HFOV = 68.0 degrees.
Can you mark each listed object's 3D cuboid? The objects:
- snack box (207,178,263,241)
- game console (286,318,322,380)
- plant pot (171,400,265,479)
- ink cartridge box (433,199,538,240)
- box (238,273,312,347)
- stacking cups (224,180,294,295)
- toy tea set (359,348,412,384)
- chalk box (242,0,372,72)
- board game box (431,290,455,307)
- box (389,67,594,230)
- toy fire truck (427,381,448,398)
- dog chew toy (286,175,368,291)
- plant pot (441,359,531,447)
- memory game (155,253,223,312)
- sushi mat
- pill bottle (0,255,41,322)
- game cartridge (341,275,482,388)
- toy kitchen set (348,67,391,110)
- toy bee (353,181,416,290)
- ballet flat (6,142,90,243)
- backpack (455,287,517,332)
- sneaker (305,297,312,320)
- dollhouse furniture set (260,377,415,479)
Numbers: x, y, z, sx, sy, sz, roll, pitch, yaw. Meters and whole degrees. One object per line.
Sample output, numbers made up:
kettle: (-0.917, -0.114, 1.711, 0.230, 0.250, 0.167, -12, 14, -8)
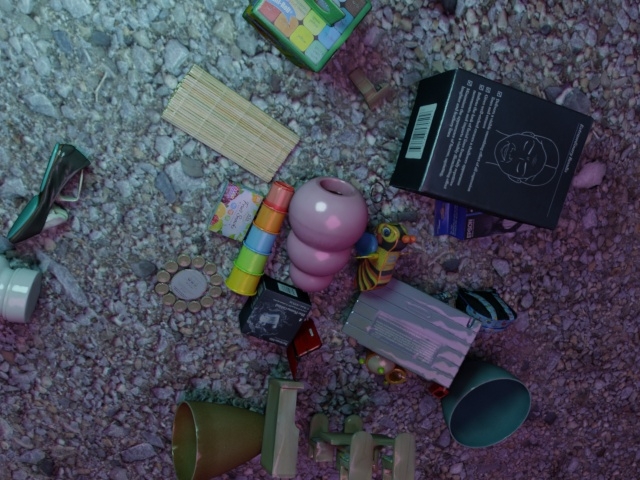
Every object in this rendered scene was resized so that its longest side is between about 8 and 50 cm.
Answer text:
snack box: (-0.226, -0.078, 1.259, 0.100, 0.037, 0.141, 21, 107, -23)
game console: (-0.052, 0.324, 1.419, 0.124, 0.144, 0.085, -26, 117, -2)
plant pot: (-0.298, 0.607, 1.458, 0.254, 0.237, 0.237, 8, 112, -33)
ink cartridge box: (0.505, -0.096, 1.418, 0.333, 0.065, 0.165, -9, 116, -9)
box: (-0.132, 0.205, 1.377, 0.156, 0.093, 0.158, 24, 107, -22)
stacking cups: (-0.162, -0.007, 1.275, 0.096, 0.096, 0.316, 17, 107, -20)
toy tea set: (0.292, 0.355, 1.487, 0.336, 0.124, 0.200, -39, 110, 22)
chalk box: (-0.030, -0.479, 0.990, 0.180, 0.289, 0.179, 37, 100, -25)
board game box: (0.372, 0.262, 1.547, 0.141, 0.048, 0.170, -18, 117, -4)
box: (0.425, -0.223, 1.217, 0.396, 0.212, 0.293, 14, 97, -14)
toy fire truck: (0.419, 0.412, 1.577, 0.047, 0.135, 0.192, 34, 102, -24)
dog chew toy: (0.000, 0.000, 1.265, 0.207, 0.206, 0.331, 7, 122, -16)
plant pot: (0.530, 0.525, 1.621, 0.290, 0.195, 0.290, -5, 114, -12)
memory game: (-0.365, 0.122, 1.327, 0.186, 0.012, 0.186, -5, 115, -12)
sushi mat: (-0.218, -0.283, 1.182, 0.317, 0.019, 0.151, 31, 104, -24)
pill bottle: (-0.848, 0.105, 1.110, 0.319, 0.176, 0.176, 12, 110, -18)
game cartridge: (0.264, 0.258, 1.411, 0.355, 0.068, 0.230, 27, 97, 7)
toy kitchen set: (0.128, -0.395, 1.211, 0.068, 0.075, 0.083, -37, 156, 7)
toy bee: (0.173, 0.014, 1.294, 0.195, 0.162, 0.298, -26, 121, -32)
ballet flat: (-0.635, -0.095, 1.125, 0.096, 0.095, 0.280, 27, 105, -35)
backpack: (0.526, 0.235, 1.505, 0.158, 0.173, 0.116, 3, 112, -16)
sneaker: (-0.039, 0.208, 1.439, 0.037, 0.032, 0.083, 8, 116, -32)
dollhouse furniture set: (0.037, 0.568, 1.451, 0.394, 0.362, 0.256, 9, 76, -18)
